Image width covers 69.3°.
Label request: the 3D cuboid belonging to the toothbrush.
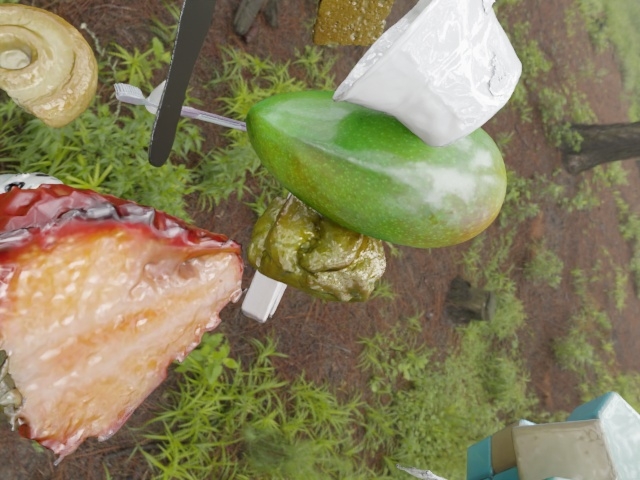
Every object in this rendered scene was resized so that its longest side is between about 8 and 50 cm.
[{"bbox_3d":[-0.265,-0.267,0.955,0.354,0.024,0.029,-4,73,-59],"label":"toothbrush"}]

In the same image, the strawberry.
[{"bbox_3d":[-0.235,0.039,0.478,0.280,0.150,0.253,-47,140,-31],"label":"strawberry"}]

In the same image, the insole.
[{"bbox_3d":[-0.205,-0.280,0.702,0.119,0.009,0.348,-78,-175,-86],"label":"insole"}]

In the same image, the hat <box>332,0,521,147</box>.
[{"bbox_3d":[0.122,-0.178,0.482,0.126,0.203,0.203,45,55,-16],"label":"hat"}]

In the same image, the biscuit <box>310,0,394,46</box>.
[{"bbox_3d":[0.063,-0.407,0.736,0.131,0.237,0.026,-6,67,-13],"label":"biscuit"}]

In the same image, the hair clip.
[{"bbox_3d":[-0.089,0.027,1.076,0.331,0.085,0.101,-68,162,5],"label":"hair clip"}]

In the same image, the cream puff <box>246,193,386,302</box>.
[{"bbox_3d":[-0.006,0.016,0.800,0.244,0.244,0.196,37,46,-40],"label":"cream puff"}]

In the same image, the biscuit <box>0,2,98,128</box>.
[{"bbox_3d":[-0.572,-0.363,0.910,0.274,0.091,0.213,30,66,-4],"label":"biscuit"}]

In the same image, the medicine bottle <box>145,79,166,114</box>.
[{"bbox_3d":[-0.378,-0.342,1.110,0.052,0.089,0.052,28,53,-43],"label":"medicine bottle"}]

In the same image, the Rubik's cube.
[{"bbox_3d":[0.256,0.291,0.432,0.224,0.213,0.265,19,50,-4],"label":"Rubik's cube"}]

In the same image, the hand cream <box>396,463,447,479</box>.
[{"bbox_3d":[0.276,0.485,0.928,0.257,0.084,0.050,21,68,-24],"label":"hand cream"}]

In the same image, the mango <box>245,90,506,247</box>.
[{"bbox_3d":[0.081,-0.104,0.642,0.381,0.225,0.201,16,114,-14],"label":"mango"}]

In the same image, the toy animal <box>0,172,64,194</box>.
[{"bbox_3d":[-0.592,-0.079,0.945,0.166,0.179,0.138,-51,127,-52],"label":"toy animal"}]
